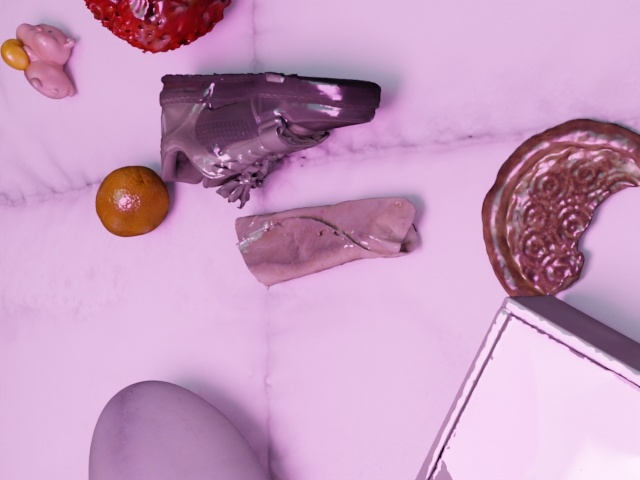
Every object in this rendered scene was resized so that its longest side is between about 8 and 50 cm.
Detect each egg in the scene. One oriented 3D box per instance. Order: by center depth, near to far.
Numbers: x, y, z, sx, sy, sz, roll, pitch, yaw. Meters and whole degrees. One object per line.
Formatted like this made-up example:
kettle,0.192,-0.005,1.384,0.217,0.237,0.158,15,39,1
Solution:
egg,-0.153,0.265,1.138,0.183,0.183,0.264,-46,56,23

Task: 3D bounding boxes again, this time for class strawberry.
strawberry,-0.203,-0.304,1.223,0.201,0.187,0.184,-10,52,56

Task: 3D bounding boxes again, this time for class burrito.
burrito,0.000,0.000,1.124,0.226,0.060,0.087,-10,75,35

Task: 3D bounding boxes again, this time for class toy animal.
toy animal,-0.359,-0.242,1.382,0.082,0.091,0.114,-46,61,8

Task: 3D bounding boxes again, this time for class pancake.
pancake,0.231,-0.019,0.990,0.184,0.020,0.190,8,92,34

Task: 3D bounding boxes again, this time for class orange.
orange,-0.225,-0.045,1.272,0.095,0.085,0.085,-47,61,44

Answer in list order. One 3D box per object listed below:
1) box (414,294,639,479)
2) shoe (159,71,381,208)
box,0.224,0.196,0.913,0.225,0.117,0.225,31,105,29
shoe,-0.062,-0.106,1.154,0.293,0.109,0.149,8,95,38
